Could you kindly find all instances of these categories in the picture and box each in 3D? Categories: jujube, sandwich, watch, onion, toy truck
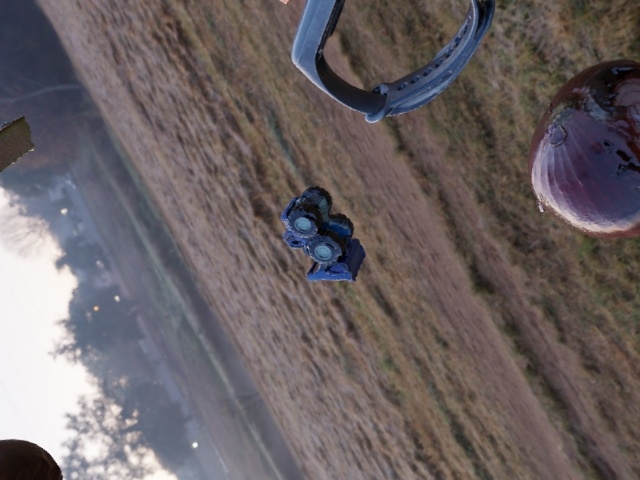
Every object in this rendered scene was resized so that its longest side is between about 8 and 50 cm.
[{"bbox_3d":[-0.405,0.347,0.858,0.155,0.155,0.230,65,174,-12],"label":"jujube"},{"bbox_3d":[-0.480,-0.118,0.987,0.193,0.162,0.058,9,136,56],"label":"sandwich"},{"bbox_3d":[0.073,-0.225,0.756,0.206,0.192,0.068,115,168,-45],"label":"watch"},{"bbox_3d":[0.552,-0.163,1.326,0.341,0.341,0.341,56,165,24],"label":"onion"},{"bbox_3d":[0.000,0.000,1.479,0.208,0.126,0.113,51,-147,-15],"label":"toy truck"}]

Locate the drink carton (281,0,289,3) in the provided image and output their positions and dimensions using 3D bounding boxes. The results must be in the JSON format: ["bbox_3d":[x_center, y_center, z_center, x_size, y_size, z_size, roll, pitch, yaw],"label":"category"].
[{"bbox_3d":[-0.059,-0.359,0.791,0.056,0.071,0.166,-29,57,37],"label":"drink carton"}]
